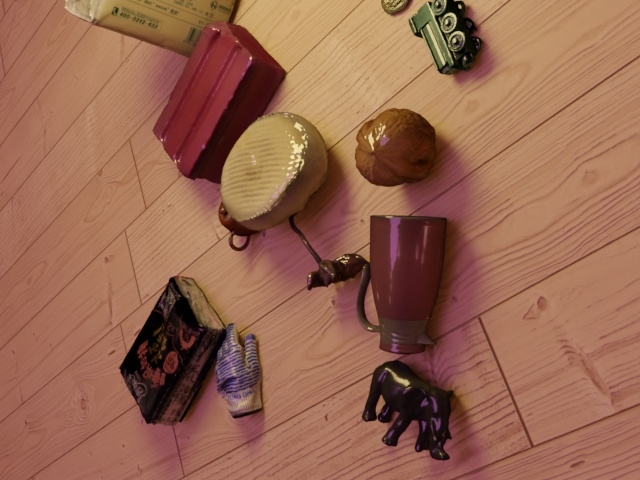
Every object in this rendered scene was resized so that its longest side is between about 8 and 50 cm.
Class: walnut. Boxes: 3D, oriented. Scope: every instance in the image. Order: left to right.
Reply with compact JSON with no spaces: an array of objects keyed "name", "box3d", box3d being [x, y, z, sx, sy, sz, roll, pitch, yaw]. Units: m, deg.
[{"name":"walnut","box3d":[0.143,-0.177,1.470,0.155,0.184,0.155,7,102,34]}]

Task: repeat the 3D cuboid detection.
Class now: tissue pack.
[{"name":"tissue pack","box3d":[-0.407,-0.643,1.921,0.207,0.380,0.297,33,105,42]},{"name":"tissue pack","box3d":[-0.381,0.282,1.962,0.245,0.123,0.332,47,114,43]}]

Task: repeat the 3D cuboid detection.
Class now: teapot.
[{"name":"teapot","box3d":[-0.198,-0.060,1.833,0.116,0.116,0.173,-1,85,44]}]

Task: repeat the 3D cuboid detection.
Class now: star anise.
[{"name":"star anise","box3d":[0.000,0.000,1.640,0.148,0.218,0.227,-26,78,-6]}]

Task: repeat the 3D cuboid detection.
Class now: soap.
[{"name":"soap","box3d":[-0.266,-0.351,1.922,0.233,0.128,0.359,51,119,34]}]

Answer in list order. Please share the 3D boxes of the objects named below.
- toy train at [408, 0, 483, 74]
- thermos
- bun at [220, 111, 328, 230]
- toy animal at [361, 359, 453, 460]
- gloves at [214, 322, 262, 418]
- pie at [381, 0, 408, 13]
[{"name":"toy train","box3d":[0.244,-0.397,1.482,0.111,0.071,0.170,-40,60,44]},{"name":"thermos","box3d":[0.151,0.083,1.461,0.176,0.146,0.265,7,95,38]},{"name":"bun","box3d":[-0.096,-0.148,1.718,0.287,0.146,0.287,-19,59,35]},{"name":"toy animal","box3d":[0.164,0.317,1.432,0.245,0.114,0.146,29,106,42]},{"name":"gloves","box3d":[-0.194,0.305,1.805,0.119,0.097,0.229,-17,65,10]},{"name":"pie","box3d":[0.159,-0.522,1.610,0.085,0.017,0.085,-7,80,43]}]
